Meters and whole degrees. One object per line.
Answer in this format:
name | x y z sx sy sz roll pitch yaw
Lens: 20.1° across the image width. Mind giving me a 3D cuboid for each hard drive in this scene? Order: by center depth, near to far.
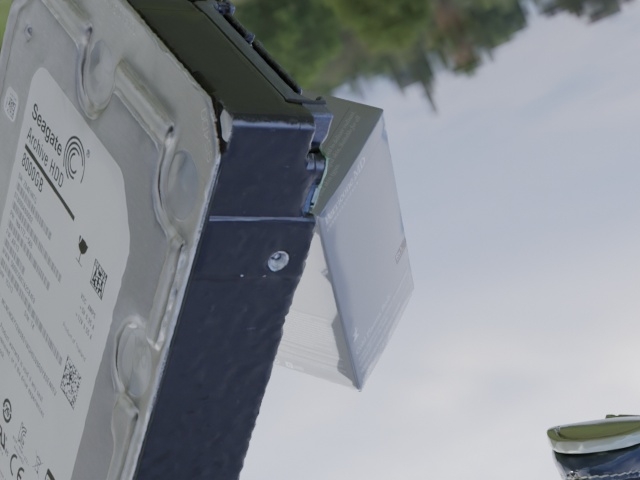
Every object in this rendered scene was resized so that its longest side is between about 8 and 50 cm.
hard drive | -0.108 0.038 0.866 0.064 0.339 0.237 1 -149 -32

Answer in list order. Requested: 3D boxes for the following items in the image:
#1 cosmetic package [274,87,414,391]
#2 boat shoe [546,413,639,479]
cosmetic package | 0.000 0.000 1.483 0.107 0.238 0.127 17 -122 20
boat shoe | 0.212 0.160 1.248 0.095 0.079 0.254 0 175 16
